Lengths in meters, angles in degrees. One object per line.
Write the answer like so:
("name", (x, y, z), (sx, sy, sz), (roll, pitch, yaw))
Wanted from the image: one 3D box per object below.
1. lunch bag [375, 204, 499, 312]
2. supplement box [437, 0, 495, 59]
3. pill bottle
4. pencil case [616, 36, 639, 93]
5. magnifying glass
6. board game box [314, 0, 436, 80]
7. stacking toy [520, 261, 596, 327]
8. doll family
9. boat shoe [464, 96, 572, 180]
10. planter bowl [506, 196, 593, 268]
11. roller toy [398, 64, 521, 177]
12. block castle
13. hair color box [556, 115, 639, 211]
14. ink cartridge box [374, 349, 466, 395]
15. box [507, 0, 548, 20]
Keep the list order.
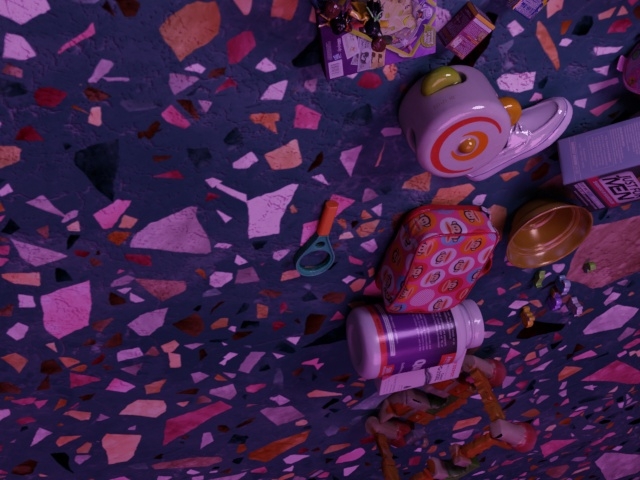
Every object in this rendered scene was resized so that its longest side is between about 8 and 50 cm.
("lunch bag", (0.286, 0.048, 1.985), (0.258, 0.120, 0.293), (-1, 138, -24))
("supplement box", (0.260, -0.375, 1.528), (0.055, 0.043, 0.083), (23, 124, -41))
("pill bottle", (0.237, 0.233, 2.135), (0.322, 0.182, 0.182), (-8, 140, -15))
("pencil case", (0.738, -0.324, 1.750), (0.284, 0.124, 0.124), (12, 132, -34))
("magnifying glass", (0.000, 0.000, 1.877), (0.092, 0.026, 0.231), (-4, 138, -20))
("board game box", (0.088, -0.427, 1.388), (0.208, 0.056, 0.347), (-12, 142, -4))
("stacking toy", (0.648, 0.146, 2.321), (0.166, 0.052, 0.221), (-11, 140, -13))
("doll family", (0.041, -0.354, 1.328), (0.192, 0.111, 0.076), (7, 135, -30))
("boat shoe", (0.390, -0.212, 1.740), (0.258, 0.095, 0.084), (-37, 143, 18))
("planter bowl", (0.521, -0.037, 2.012), (0.217, 0.090, 0.217), (-13, 142, -10))
("roller toy", (0.259, -0.221, 1.629), (0.209, 0.146, 0.191), (8, 134, -32))
("block castle", (0.375, 0.558, 2.492), (0.453, 0.303, 0.212), (-39, 139, 23))
("hair color box", (0.713, -0.181, 1.793), (0.374, 0.114, 0.185), (-16, 155, 30))
("ink cartridge box", (0.263, 0.312, 2.307), (0.237, 0.100, 0.172), (-11, 142, -12))
("box", (0.393, -0.466, 1.465), (0.054, 0.059, 0.169), (18, 128, -40))
